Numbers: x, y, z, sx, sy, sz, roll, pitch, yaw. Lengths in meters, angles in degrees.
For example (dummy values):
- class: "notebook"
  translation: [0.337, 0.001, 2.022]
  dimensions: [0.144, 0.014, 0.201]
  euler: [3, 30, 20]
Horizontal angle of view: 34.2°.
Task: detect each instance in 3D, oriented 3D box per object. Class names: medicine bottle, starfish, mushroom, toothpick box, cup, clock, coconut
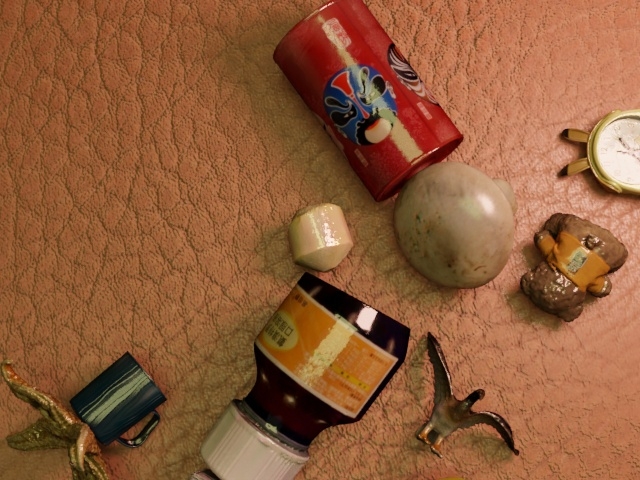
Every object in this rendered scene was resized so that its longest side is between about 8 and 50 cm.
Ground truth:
- class: "medicine bottle"
  translation: [-0.033, 0.266, 1.817]
  dimensions: [0.242, 0.242, 0.395]
  euler: [33, 88, 5]
- class: "starfish"
  translation: [-0.435, 0.358, 1.786]
  dimensions: [0.094, 0.327, 0.375]
  euler: [-36, 87, -31]
- class: "mushroom"
  translation: [0.261, -0.042, 1.899]
  dimensions: [0.243, 0.243, 0.243]
  euler: [0, 81, 0]
- class: "toothpick box"
  translation: [0.087, -0.262, 1.919]
  dimensions: [0.204, 0.204, 0.333]
  euler: [-35, 82, -5]
- class: "cup"
  translation: [-0.354, 0.299, 1.865]
  dimensions: [0.138, 0.113, 0.150]
  euler: [-39, 90, -13]
- class: "clock"
  translation: [0.575, -0.166, 1.972]
  dimensions: [0.232, 0.069, 0.170]
  euler: [4, 82, 2]
- class: "coconut"
  translation: [0.000, 0.000, 1.921]
  dimensions: [0.116, 0.116, 0.122]
  euler: [-13, 78, -2]

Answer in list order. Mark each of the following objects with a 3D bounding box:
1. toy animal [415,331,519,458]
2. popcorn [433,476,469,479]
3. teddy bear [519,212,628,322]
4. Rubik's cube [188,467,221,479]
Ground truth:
- class: "toy animal"
  translation: [0.247, 0.314, 1.842]
  dimensions: [0.272, 0.197, 0.160]
  euler: [43, 86, 2]
- class: "popcorn"
  translation: [0.180, 0.584, 1.777]
  dimensions: [0.334, 0.292, 0.293]
  euler: [-15, 118, -19]
- class: "teddy bear"
  translation: [0.460, 0.051, 1.909]
  dimensions: [0.177, 0.140, 0.190]
  euler: [34, 91, 2]
- class: "Rubik's cube"
  translation: [-0.170, 0.547, 1.779]
  dimensions: [0.225, 0.221, 0.231]
  euler: [29, 82, 5]
